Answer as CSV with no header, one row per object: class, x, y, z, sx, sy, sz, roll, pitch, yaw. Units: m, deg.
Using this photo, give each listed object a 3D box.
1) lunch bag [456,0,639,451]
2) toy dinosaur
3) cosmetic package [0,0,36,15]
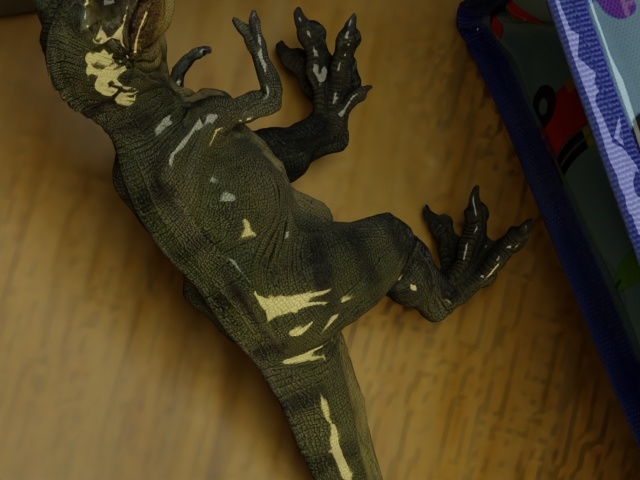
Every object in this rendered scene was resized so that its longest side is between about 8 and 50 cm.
lunch bag,0.194,0.003,0.557,0.221,0.138,0.293,-17,72,-5
toy dinosaur,0.000,0.000,0.580,0.118,0.064,0.268,-48,119,-41
cosmetic package,-0.088,-0.129,0.551,0.238,0.127,0.107,-10,79,-17
